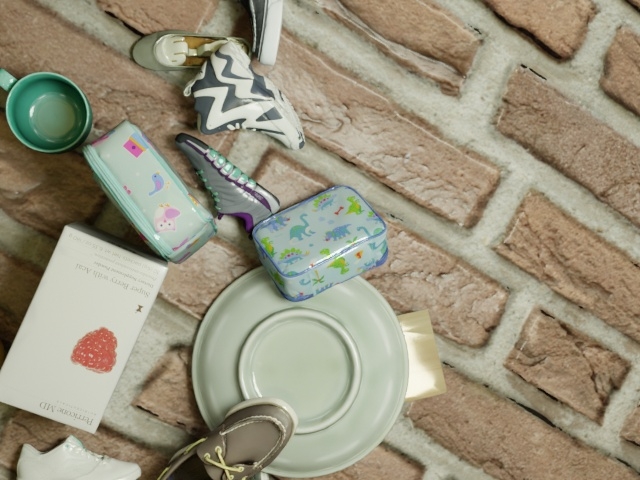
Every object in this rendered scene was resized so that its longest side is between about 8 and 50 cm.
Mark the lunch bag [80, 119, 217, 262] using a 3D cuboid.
[{"bbox_3d":[-0.274,-0.075,1.143,0.108,0.279,0.224,-40,90,-7],"label":"lunch bag"}]

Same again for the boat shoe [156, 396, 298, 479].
[{"bbox_3d":[-0.167,0.373,1.199,0.324,0.097,0.117,-36,97,30],"label":"boat shoe"}]

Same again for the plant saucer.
[{"bbox_3d":[-0.036,0.229,1.256,0.400,0.100,0.401,0,86,-1],"label":"plant saucer"}]

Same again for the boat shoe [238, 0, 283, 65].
[{"bbox_3d":[-0.119,-0.453,1.224,0.102,0.108,0.301,-1,89,-9],"label":"boat shoe"}]

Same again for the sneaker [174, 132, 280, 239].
[{"bbox_3d":[-0.182,-0.096,1.260,0.223,0.083,0.098,37,91,-13],"label":"sneaker"}]

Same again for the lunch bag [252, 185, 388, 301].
[{"bbox_3d":[0.000,0.000,1.257,0.219,0.176,0.090,-27,137,-15],"label":"lunch bag"}]

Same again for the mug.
[{"bbox_3d":[-0.455,-0.223,1.182,0.129,0.097,0.158,-20,97,-10],"label":"mug"}]

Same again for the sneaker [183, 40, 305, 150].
[{"bbox_3d":[-0.145,-0.222,1.260,0.153,0.094,0.235,-31,132,20],"label":"sneaker"}]

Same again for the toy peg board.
[{"bbox_3d":[0.140,0.231,1.363,0.161,0.079,0.161,-11,81,-11],"label":"toy peg board"}]

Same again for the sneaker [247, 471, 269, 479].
[{"bbox_3d":[-0.132,0.474,1.319,0.076,0.065,0.167,-4,93,-8],"label":"sneaker"}]

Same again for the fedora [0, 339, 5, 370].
[{"bbox_3d":[-0.629,0.207,1.183,0.194,0.079,0.195,0,90,-17],"label":"fedora"}]

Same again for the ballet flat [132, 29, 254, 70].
[{"bbox_3d":[-0.222,-0.337,1.240,0.213,0.068,0.072,-2,94,-12],"label":"ballet flat"}]

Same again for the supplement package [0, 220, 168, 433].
[{"bbox_3d":[-0.393,0.137,1.180,0.177,0.175,0.293,24,89,-14],"label":"supplement package"}]

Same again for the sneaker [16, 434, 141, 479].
[{"bbox_3d":[-0.426,0.392,1.246,0.212,0.080,0.094,1,82,-11],"label":"sneaker"}]
